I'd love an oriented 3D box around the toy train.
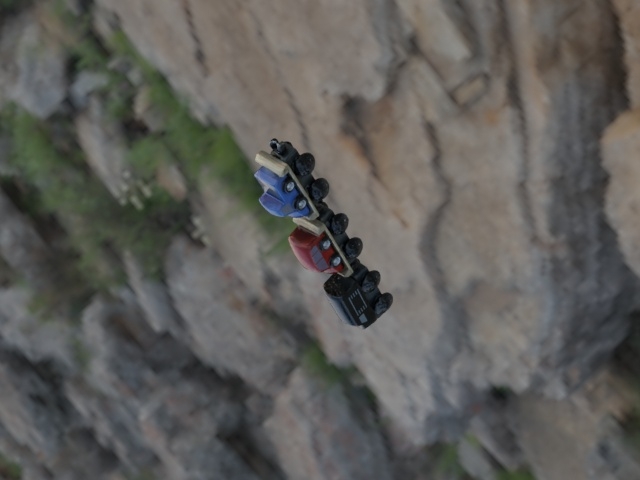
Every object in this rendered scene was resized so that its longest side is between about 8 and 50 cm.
[{"bbox_3d":[0.000,0.000,0.903,0.027,0.036,0.158,32,161,42],"label":"toy train"}]
